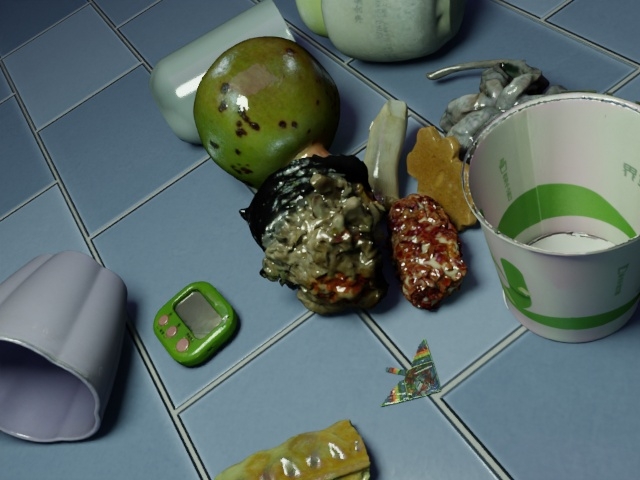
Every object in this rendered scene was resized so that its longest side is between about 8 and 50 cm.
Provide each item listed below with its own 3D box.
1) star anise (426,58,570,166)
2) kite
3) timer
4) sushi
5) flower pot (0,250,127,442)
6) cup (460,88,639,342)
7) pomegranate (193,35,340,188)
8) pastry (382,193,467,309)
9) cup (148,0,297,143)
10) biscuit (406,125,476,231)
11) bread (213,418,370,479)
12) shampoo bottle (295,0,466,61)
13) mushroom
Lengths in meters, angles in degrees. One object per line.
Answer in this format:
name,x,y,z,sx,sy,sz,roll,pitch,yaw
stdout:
star anise,0.294,-0.207,1.138,0.359,0.139,0.316,4,55,37
kite,0.135,0.196,0.966,0.090,0.004,0.122,16,61,33
timer,-0.210,0.140,1.132,0.128,0.047,0.140,-42,49,-10
sushi,0.001,0.004,1.032,0.225,0.238,0.219,-30,51,22
flower pot,-0.441,0.153,1.093,0.265,0.265,0.243,-8,41,17
cup,0.326,-0.014,0.876,0.253,0.274,0.253,-11,51,13
pomegranate,-0.087,-0.194,1.228,0.290,0.291,0.324,-21,83,7
pastry,0.158,0.009,1.051,0.115,0.097,0.209,-11,48,2
cup,-0.189,-0.344,1.414,0.312,0.205,0.205,-28,47,2
biscuit,0.205,-0.107,1.107,0.027,0.133,0.184,-9,39,-31
bread,-0.043,0.328,0.887,0.231,0.088,0.128,-24,55,-3
shampoo bottle,0.130,-0.519,1.335,0.317,0.322,0.322,20,63,27
mushroom,0.114,-0.145,1.160,0.084,0.071,0.209,8,84,17
